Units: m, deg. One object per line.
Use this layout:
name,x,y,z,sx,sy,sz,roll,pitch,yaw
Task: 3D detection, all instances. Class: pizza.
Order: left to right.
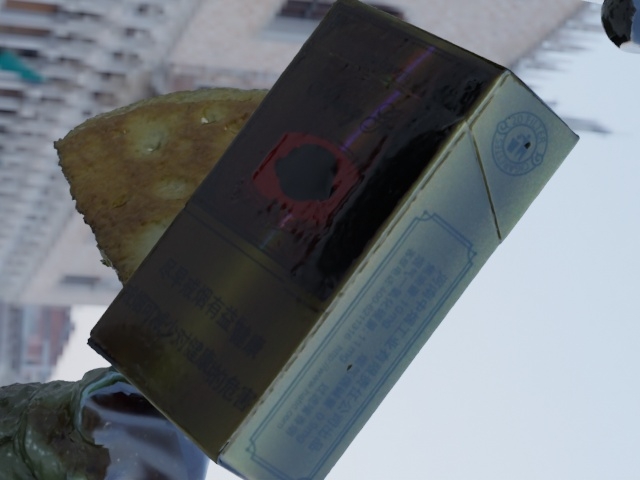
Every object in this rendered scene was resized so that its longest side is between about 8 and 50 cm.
pizza,-0.068,-0.059,1.377,0.258,0.268,0.087,59,-3,43

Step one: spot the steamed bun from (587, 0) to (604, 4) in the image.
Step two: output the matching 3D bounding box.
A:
steamed bun,0.181,-0.245,0.811,0.309,0.309,0.309,-176,-90,-73

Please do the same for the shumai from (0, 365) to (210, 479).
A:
shumai,-0.179,0.164,1.378,0.203,0.222,0.272,-57,-152,15

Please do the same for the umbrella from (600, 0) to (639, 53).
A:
umbrella,0.216,-0.099,0.780,0.071,0.248,0.070,-6,-98,55

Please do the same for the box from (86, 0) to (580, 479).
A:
box,0.000,0.000,0.874,0.240,0.071,0.159,-53,-142,-2
